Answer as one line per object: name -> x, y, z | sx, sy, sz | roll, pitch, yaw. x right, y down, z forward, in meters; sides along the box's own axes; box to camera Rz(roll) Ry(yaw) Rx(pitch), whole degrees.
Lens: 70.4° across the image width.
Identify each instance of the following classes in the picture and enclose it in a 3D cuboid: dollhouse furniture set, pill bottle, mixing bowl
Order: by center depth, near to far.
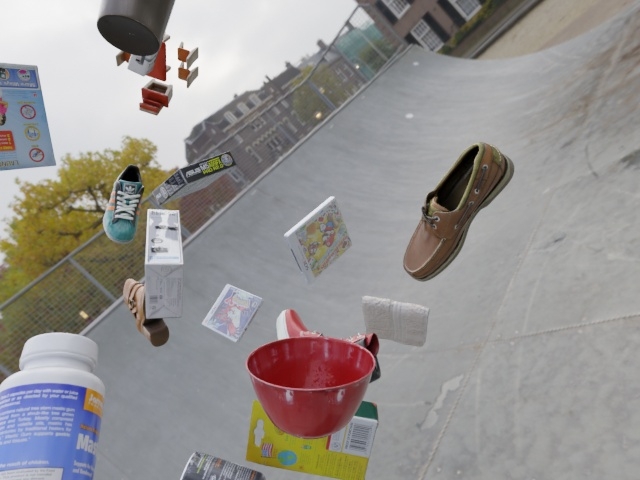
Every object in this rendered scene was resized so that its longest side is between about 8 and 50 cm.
mixing bowl -> -0.013, 0.214, 0.644 | 0.182, 0.098, 0.181 | 0, 8, 0
pill bottle -> -0.416, 0.287, 0.688 | 0.152, 0.152, 0.271 | -40, 44, 34
pill bottle -> -0.225, 0.632, 1.139 | 0.130, 0.246, 0.130 | 16, -90, -87
dollhouse furniture set -> -0.575, -0.584, 1.578 | 0.259, 0.262, 0.135 | 111, 175, -51

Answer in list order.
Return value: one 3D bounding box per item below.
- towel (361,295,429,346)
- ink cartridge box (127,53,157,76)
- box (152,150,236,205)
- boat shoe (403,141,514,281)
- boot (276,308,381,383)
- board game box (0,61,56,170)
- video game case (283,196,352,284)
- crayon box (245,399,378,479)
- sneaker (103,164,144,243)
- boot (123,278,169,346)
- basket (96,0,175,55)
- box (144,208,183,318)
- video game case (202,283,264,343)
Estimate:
towel -> 0.216, 0.242, 1.319 | 0.282, 0.187, 0.049 | 72, -150, -58
ink cartridge box -> -0.538, -0.589, 1.404 | 0.135, 0.056, 0.099 | -56, 19, 28
box -> -0.460, -0.225, 1.648 | 0.216, 0.060, 0.270 | -31, 8, -39
boat shoe -> 0.244, -0.057, 0.900 | 0.307, 0.105, 0.110 | -60, 42, 16
boot -> 0.019, 0.198, 0.889 | 0.176, 0.088, 0.244 | -40, 47, 9
board game box -> -0.955, -0.348, 1.289 | 0.086, 0.301, 0.308 | 6, 15, 35
video game case -> 0.000, 0.000, 1.498 | 0.026, 0.206, 0.227 | 17, 49, 45
crayon box -> -0.025, 0.503, 1.189 | 0.081, 0.319, 0.202 | -77, -3, -73
sneaker -> -0.649, -0.130, 1.504 | 0.121, 0.108, 0.302 | -53, 38, 39
boot -> -0.547, 0.170, 1.434 | 0.109, 0.220, 0.283 | -19, -51, -37
basket -> -0.391, -0.535, 0.985 | 0.204, 0.154, 0.226 | 140, 139, -70
box -> -0.416, 0.052, 1.203 | 0.290, 0.087, 0.169 | -122, 37, -55
video game case -> -0.331, 0.270, 1.703 | 0.202, 0.023, 0.183 | 16, 67, 36
